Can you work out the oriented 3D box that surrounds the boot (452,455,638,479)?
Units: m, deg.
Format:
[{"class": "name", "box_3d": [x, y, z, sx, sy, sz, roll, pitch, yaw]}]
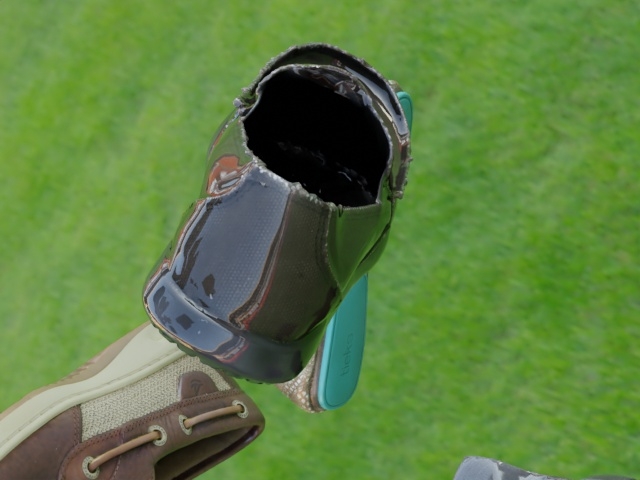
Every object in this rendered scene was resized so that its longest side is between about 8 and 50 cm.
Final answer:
[{"class": "boot", "box_3d": [0.211, 0.181, 0.853, 0.229, 0.263, 0.091, -6, 45, 43]}]

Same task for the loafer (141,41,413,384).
[{"class": "loafer", "box_3d": [0.002, -0.028, 0.638, 0.078, 0.080, 0.220, -59, 6, 26]}]

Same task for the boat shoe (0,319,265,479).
[{"class": "boat shoe", "box_3d": [-0.147, 0.161, 1.072, 0.123, 0.342, 0.123, 43, 123, 8]}]

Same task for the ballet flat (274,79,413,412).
[{"class": "ballet flat", "box_3d": [0.000, 0.000, 1.028, 0.067, 0.073, 0.206, 22, 106, 31]}]
